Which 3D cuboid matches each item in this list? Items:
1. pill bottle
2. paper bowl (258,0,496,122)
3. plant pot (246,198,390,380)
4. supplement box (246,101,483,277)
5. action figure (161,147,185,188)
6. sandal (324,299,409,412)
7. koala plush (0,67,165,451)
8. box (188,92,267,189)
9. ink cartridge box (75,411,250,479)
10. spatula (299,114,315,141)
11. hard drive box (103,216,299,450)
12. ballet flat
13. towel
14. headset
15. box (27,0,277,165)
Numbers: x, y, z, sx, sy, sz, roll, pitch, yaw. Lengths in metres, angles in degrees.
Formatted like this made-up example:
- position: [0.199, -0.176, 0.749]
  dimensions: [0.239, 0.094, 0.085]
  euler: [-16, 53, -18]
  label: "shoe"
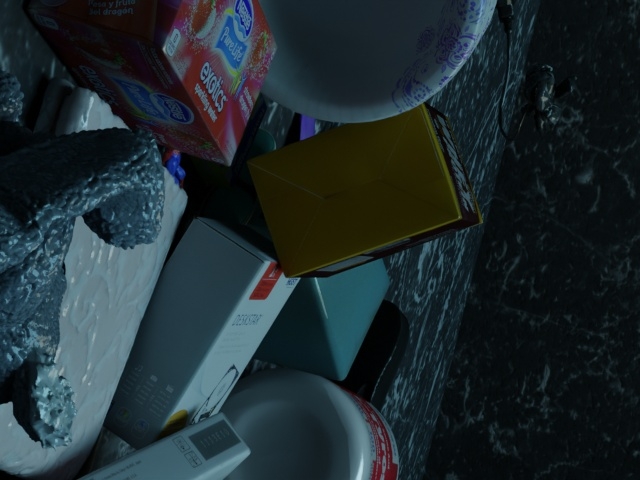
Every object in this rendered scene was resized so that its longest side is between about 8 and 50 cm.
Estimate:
- position: [-0.015, 0.308, 2.083]
  dimensions: [0.407, 0.229, 0.229]
  euler: [43, 66, -75]
  label: "pill bottle"
- position: [0.034, -0.268, 1.449]
  dimensions: [0.148, 0.284, 0.284]
  euler: [-55, 159, -62]
  label: "paper bowl"
- position: [-0.034, 0.022, 1.816]
  dimensions: [0.234, 0.165, 0.166]
  euler: [75, 34, -49]
  label: "plant pot"
- position: [0.053, -0.050, 1.585]
  dimensions: [0.194, 0.191, 0.129]
  euler: [5, 66, -77]
  label: "supplement box"
- position: [-0.149, -0.084, 1.497]
  dimensions: [0.038, 0.030, 0.115]
  euler: [-64, 168, -45]
  label: "action figure"
- position: [0.014, 0.281, 2.385]
  dimensions: [0.107, 0.167, 0.446]
  euler: [47, 50, -45]
  label: "sandal"
- position: [-0.235, 0.029, 1.027]
  dimensions: [0.203, 0.196, 0.221]
  euler: [-40, 148, -44]
  label: "koala plush"
- position: [-0.104, -0.130, 1.586]
  dimensions: [0.178, 0.042, 0.109]
  euler: [68, 43, -68]
  label: "box"
- position: [-0.222, 0.291, 1.485]
  dimensions: [0.239, 0.060, 0.275]
  euler: [-44, 168, 27]
  label: "ink cartridge box"
- position: [0.014, -0.221, 1.946]
  dimensions: [0.084, 0.030, 0.297]
  euler: [39, 69, -76]
  label: "spatula"
- position: [-0.129, 0.098, 1.568]
  dimensions: [0.232, 0.089, 0.181]
  euler: [-59, 167, 6]
  label: "hard drive box"
- position: [-0.097, -0.054, 1.689]
  dimensions: [0.052, 0.057, 0.168]
  euler: [-33, -157, 55]
  label: "ballet flat"
- position: [-0.228, 0.052, 1.322]
  dimensions: [0.332, 0.053, 0.317]
  euler: [59, 50, -72]
  label: "towel"
- position: [0.121, -0.269, 1.596]
  dimensions: [0.243, 0.394, 0.185]
  euler: [-38, 164, 0]
  label: "headset"
- position: [-0.131, -0.176, 1.259]
  dimensions: [0.257, 0.122, 0.128]
  euler: [65, 44, -70]
  label: "box"
